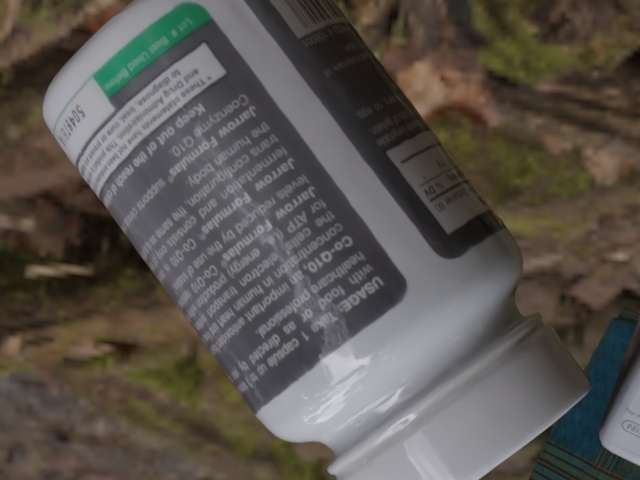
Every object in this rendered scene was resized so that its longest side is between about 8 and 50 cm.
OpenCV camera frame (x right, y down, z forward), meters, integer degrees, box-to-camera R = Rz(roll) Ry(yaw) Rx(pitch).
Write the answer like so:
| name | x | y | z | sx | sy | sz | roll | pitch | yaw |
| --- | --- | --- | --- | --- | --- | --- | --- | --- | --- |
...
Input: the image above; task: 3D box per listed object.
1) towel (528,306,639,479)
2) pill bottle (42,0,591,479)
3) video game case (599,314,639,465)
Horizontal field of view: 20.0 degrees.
| name | x | y | z | sx | sy | sz | roll | pitch | yaw |
| --- | --- | --- | --- | --- | --- | --- | --- | --- | --- |
| towel | 0.221 | 0.241 | 1.440 | 0.040 | 0.370 | 0.271 | 26 | 180 | -19 |
| pill bottle | 0.000 | 0.000 | 1.179 | 0.204 | 0.361 | 0.204 | -36 | 174 | -4 |
| video game case | 0.206 | -0.116 | 0.676 | 0.036 | 0.329 | 0.300 | 25 | 131 | 7 |
